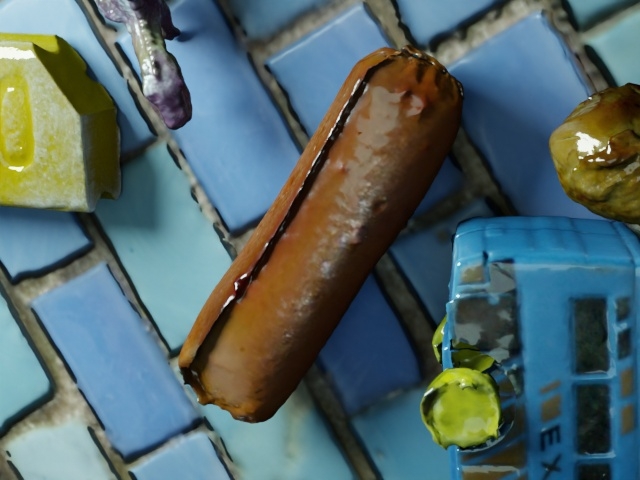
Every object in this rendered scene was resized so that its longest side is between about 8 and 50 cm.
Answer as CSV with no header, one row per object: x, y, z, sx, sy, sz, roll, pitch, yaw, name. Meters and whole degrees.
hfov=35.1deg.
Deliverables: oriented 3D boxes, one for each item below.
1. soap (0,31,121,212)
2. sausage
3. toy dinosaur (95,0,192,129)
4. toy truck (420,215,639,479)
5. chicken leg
-0.287,-0.103,0.857,0.232,0.073,0.140,5,109,16,soap
0.000,0.000,0.777,0.102,0.102,0.330,35,110,7,sausage
-0.144,-0.212,0.724,0.072,0.199,0.251,-12,141,-8,toy dinosaur
0.163,0.178,0.739,0.162,0.161,0.385,-2,102,9,toy truck
0.274,-0.031,0.667,0.251,0.107,0.087,21,131,20,chicken leg
